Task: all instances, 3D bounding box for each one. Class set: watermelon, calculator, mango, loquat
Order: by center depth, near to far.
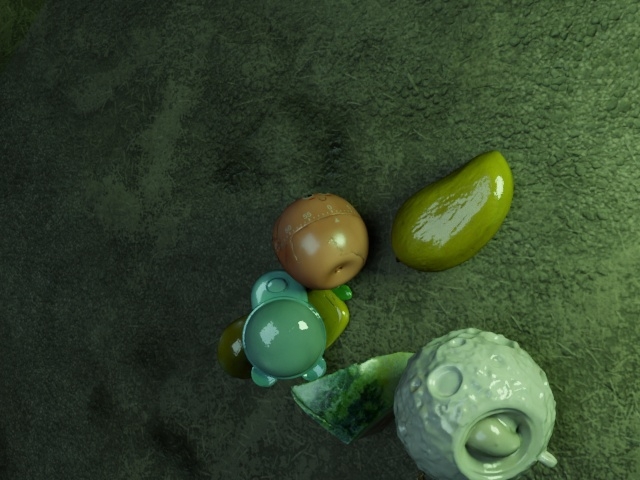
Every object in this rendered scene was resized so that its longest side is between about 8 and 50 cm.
[{"bbox_3d":[0.303,-0.049,1.823,0.331,0.142,0.195,-33,76,25],"label":"mango"},{"bbox_3d":[0.086,0.357,1.927,0.193,0.310,0.232,50,151,24],"label":"watermelon"},{"bbox_3d":[-0.003,0.199,2.076,0.146,0.032,0.235,46,114,25],"label":"calculator"},{"bbox_3d":[-0.193,0.274,2.128,0.152,0.152,0.195,40,108,27],"label":"loquat"}]

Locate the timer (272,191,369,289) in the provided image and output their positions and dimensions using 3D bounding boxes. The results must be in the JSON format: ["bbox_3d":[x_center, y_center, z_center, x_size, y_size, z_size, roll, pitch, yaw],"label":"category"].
[{"bbox_3d":[0.000,0.000,1.963,0.230,0.229,0.215,-48,56,22],"label":"timer"}]

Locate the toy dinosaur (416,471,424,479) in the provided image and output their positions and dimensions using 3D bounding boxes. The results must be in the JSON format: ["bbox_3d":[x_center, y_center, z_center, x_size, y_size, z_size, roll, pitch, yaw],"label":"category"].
[{"bbox_3d":[0.239,0.610,1.910,0.041,0.026,0.113,7,83,40],"label":"toy dinosaur"}]

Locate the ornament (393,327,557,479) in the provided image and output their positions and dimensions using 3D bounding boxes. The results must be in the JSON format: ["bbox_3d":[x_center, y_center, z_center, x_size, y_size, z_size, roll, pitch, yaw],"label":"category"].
[{"bbox_3d":[0.317,0.351,1.696,0.337,0.337,0.337,-1,88,33],"label":"ornament"}]

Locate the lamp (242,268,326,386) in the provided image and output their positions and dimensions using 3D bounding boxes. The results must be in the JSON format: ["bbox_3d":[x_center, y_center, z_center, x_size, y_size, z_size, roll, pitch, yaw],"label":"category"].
[{"bbox_3d":[-0.094,0.215,2.015,0.209,0.147,0.284,-6,75,-3],"label":"lamp"}]
